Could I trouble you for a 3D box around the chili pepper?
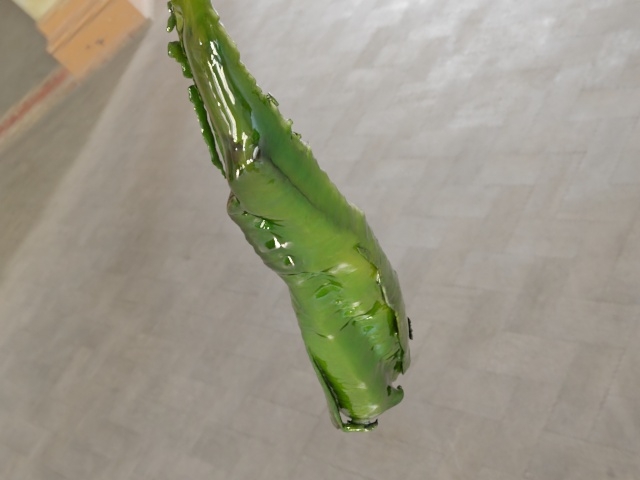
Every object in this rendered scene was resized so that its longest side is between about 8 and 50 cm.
[{"bbox_3d":[0.000,0.000,0.498,0.076,0.359,0.085,29,66,33],"label":"chili pepper"}]
